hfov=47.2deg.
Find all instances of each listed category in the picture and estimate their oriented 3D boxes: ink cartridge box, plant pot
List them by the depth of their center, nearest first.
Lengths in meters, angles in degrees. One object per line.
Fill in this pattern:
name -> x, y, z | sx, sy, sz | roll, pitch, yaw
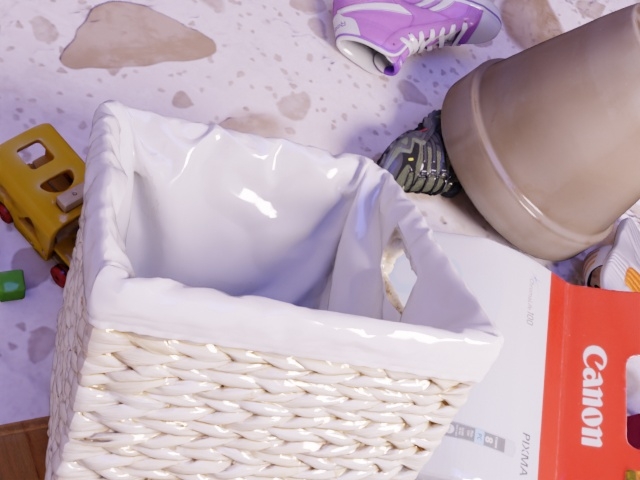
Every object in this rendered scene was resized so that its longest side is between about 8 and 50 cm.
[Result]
ink cartridge box -> 0.227, 0.149, 0.859 | 0.384, 0.091, 0.308 | 7, 57, 13
plant pot -> 0.381, -0.173, 1.035 | 0.323, 0.280, 0.323 | 20, 53, -28

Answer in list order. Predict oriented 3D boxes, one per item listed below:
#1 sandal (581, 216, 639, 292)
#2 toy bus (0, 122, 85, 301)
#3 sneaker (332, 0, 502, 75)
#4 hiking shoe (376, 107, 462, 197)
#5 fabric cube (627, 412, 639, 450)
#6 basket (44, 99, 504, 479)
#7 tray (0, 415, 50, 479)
sandal -> 0.446, 0.051, 1.116 | 0.102, 0.076, 0.265 | 57, 36, -5
toy bus -> -0.281, -0.032, 0.818 | 0.202, 0.104, 0.191 | 8, 62, -19
sneaker -> 0.154, -0.318, 1.165 | 0.282, 0.102, 0.161 | 6, 65, -9
hiking shoe -> 0.152, -0.103, 1.053 | 0.114, 0.086, 0.227 | 43, 55, 6
fabric cube -> 0.490, 0.353, 0.847 | 0.254, 0.258, 0.259 | 31, 56, -15
basket -> -0.072, 0.074, 0.689 | 0.331, 0.266, 0.328 | 10, 28, -22
tray -> -0.162, 0.317, 0.592 | 0.202, 0.076, 0.411 | -3, 40, -35
